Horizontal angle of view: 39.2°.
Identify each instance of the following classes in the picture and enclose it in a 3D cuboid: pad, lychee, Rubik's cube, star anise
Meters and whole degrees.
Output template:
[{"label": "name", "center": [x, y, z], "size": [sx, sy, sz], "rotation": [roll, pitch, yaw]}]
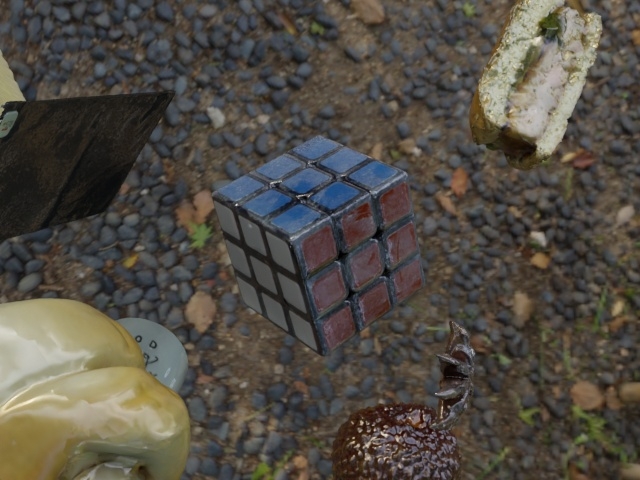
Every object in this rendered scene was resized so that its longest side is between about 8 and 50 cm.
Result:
[{"label": "pad", "center": [-0.167, -0.048, 0.587], "size": [0.004, 0.193, 0.116], "rotation": [39, 111, 8]}, {"label": "lychee", "center": [0.135, 0.433, 1.656], "size": [0.271, 0.271, 0.272], "rotation": [3, 82, -24]}, {"label": "Rubik's cube", "center": [0.000, 0.000, 1.867], "size": [0.305, 0.301, 0.304], "rotation": [-29, 126, -26]}, {"label": "star anise", "center": [0.164, 0.172, 1.098], "size": [0.042, 0.141, 0.141], "rotation": [7, 76, 21]}]

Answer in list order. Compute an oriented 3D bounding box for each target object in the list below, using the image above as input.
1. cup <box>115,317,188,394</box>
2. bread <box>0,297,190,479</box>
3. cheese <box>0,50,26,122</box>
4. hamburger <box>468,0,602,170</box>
[{"label": "cup", "center": [-0.394, 0.267, 1.621], "size": [0.258, 0.234, 0.186], "rotation": [14, 118, 3]}, {"label": "bread", "center": [-0.309, 0.257, 0.816], "size": [0.424, 0.245, 0.329], "rotation": [-53, 141, -4]}, {"label": "cheese", "center": [-0.648, -0.162, 1.505], "size": [0.104, 0.383, 0.384], "rotation": [30, 70, -47]}, {"label": "hamburger", "center": [0.257, -0.203, 1.130], "size": [0.124, 0.131, 0.262], "rotation": [32, 63, -3]}]
